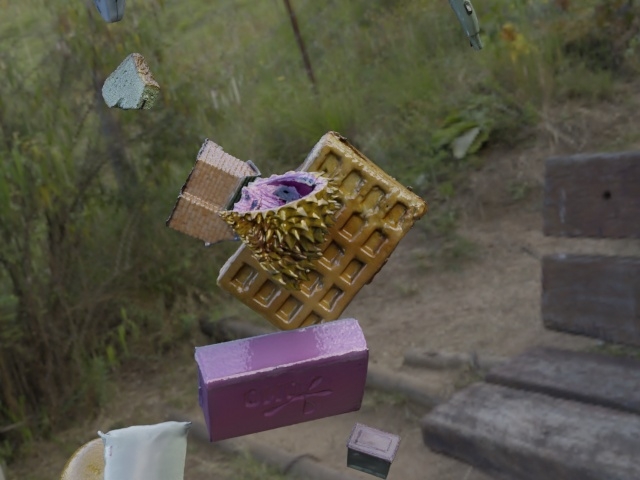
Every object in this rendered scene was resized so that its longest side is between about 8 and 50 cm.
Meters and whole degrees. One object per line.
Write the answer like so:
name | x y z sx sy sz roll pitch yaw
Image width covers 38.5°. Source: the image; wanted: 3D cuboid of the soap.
soap | -0.062 0.219 1.435 0.259 0.181 0.081 -10 50 -14

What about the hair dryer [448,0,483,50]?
hair dryer | 0.237 -0.440 1.520 0.088 0.225 0.219 -32 0 -11

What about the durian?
durian | -0.045 -0.013 1.307 0.154 0.186 0.260 -2 27 3

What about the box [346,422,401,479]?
box | 0.088 0.364 1.577 0.085 0.063 0.060 16 39 11

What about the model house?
model house | -0.211 -0.094 1.975 0.172 0.183 0.166 25 26 -5

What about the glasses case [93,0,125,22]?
glasses case | -0.318 -0.406 1.355 0.045 0.178 0.067 -21 52 -26

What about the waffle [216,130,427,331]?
waffle | 0.000 0.000 1.551 0.327 0.224 0.098 -51 10 14

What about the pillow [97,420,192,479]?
pillow | -0.252 0.395 1.358 0.144 0.254 0.078 2 -28 -22

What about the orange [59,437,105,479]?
orange | -0.440 0.526 1.918 0.236 0.236 0.236 -13 13 3

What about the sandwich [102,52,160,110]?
sandwich | -0.327 -0.255 1.569 0.105 0.093 0.036 -33 -18 29
